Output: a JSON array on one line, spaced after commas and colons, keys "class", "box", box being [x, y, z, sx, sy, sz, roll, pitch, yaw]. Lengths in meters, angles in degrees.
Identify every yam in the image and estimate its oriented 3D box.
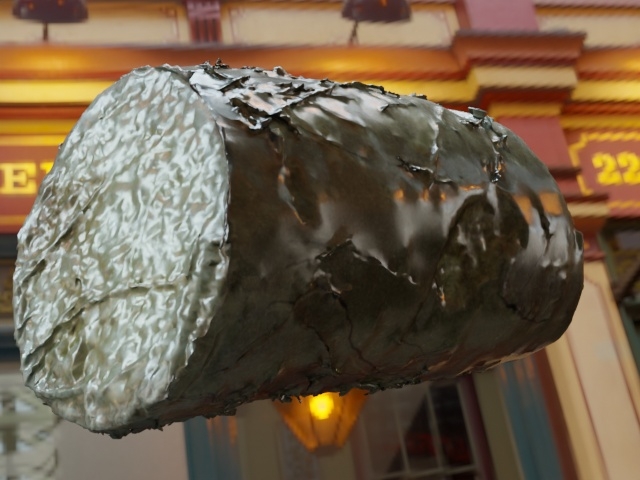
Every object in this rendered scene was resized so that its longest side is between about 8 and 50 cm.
[{"class": "yam", "box": [0.000, 0.000, 0.389, 0.183, 0.107, 0.107, 1, -31, -45]}]
